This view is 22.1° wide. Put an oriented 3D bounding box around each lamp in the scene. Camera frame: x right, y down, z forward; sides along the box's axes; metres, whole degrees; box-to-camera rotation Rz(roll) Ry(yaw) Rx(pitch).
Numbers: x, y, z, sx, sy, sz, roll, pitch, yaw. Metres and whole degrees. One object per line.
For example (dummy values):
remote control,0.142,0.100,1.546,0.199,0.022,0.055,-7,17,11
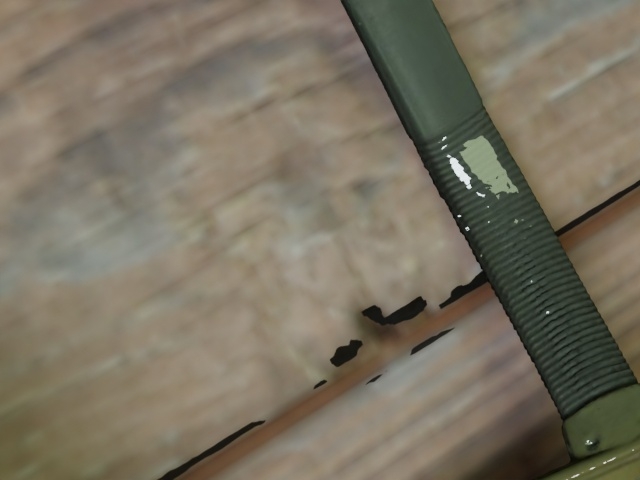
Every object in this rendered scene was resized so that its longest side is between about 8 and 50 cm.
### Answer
lamp,0.000,0.001,0.503,0.203,0.124,0.283,-31,98,-5
